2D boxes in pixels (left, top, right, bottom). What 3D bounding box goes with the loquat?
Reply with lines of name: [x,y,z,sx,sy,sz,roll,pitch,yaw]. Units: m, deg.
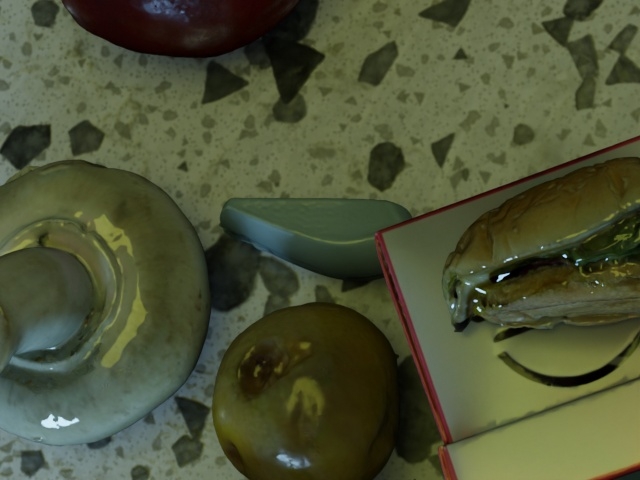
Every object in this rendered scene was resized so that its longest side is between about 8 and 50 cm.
loquat: [-0.013,0.167,1.726,0.213,0.213,0.213,-2,77,11]

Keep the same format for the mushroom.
mushroom: [-0.282,0.090,1.770,0.315,0.315,0.356,11,46,14]

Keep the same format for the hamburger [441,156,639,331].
hamburger: [0.196,-0.001,1.424,0.208,0.155,0.135,-8,68,17]

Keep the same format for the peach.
peach: [-0.136,-0.325,1.859,0.362,0.201,0.257,-6,45,-3]

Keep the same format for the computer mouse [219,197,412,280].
computer mouse: [0.000,0.000,1.790,0.231,0.128,0.079,3,72,13]

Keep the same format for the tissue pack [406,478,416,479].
tissue pack: [0.004,0.371,1.672,0.257,0.123,0.215,-12,117,11]

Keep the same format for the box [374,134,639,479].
box: [0.255,0.109,1.616,0.314,0.312,0.300,-20,73,6]
